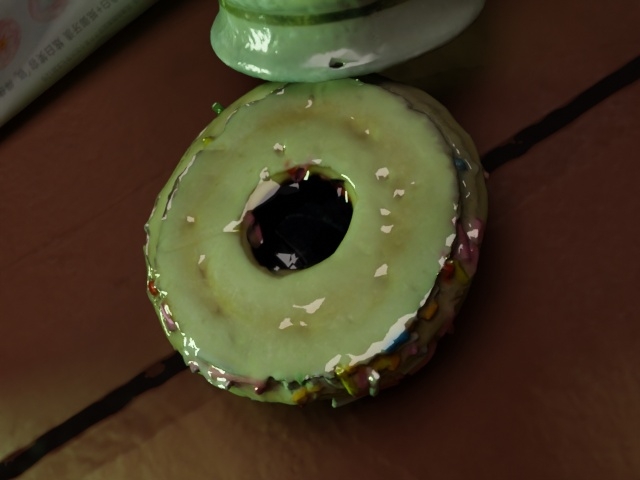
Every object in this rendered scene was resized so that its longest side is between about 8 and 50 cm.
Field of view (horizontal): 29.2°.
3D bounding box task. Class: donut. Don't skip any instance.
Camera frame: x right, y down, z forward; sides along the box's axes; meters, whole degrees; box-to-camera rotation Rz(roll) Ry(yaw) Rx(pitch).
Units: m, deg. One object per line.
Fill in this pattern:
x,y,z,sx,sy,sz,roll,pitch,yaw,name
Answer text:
0.000,0.000,0.583,0.175,0.068,0.174,-9,66,20,donut

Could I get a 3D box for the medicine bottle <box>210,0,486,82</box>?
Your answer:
0.003,-0.163,0.584,0.147,0.143,0.147,-10,33,6,medicine bottle

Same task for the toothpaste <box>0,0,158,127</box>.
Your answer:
-0.109,-0.166,0.701,0.323,0.066,0.100,-34,65,9,toothpaste
